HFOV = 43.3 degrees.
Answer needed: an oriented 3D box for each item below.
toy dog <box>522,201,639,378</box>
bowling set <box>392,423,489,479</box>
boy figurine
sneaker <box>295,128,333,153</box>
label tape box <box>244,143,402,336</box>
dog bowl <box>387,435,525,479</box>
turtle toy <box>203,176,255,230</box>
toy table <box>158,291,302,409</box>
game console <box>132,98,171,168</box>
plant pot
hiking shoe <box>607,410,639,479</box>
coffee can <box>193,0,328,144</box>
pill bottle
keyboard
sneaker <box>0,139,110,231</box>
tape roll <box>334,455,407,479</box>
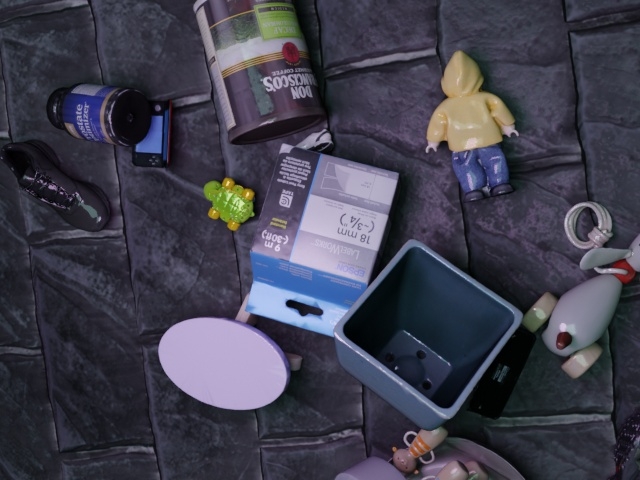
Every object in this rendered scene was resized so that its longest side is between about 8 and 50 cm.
[{"bbox_3d":[0.507,0.100,1.460,0.220,0.161,0.334,24,99,12],"label":"toy dog"},{"bbox_3d":[0.231,0.478,1.443,0.287,0.200,0.154,46,105,12],"label":"bowling set"},{"bbox_3d":[0.282,-0.216,1.539,0.177,0.092,0.285,-16,89,16],"label":"boy figurine"},{"bbox_3d":[-0.022,-0.194,1.656,0.109,0.040,0.044,-17,56,22],"label":"sneaker"},{"bbox_3d":[0.000,0.007,1.566,0.240,0.106,0.334,15,84,9],"label":"label tape box"},{"bbox_3d":[0.264,0.548,1.587,0.348,0.102,0.349,1,94,15],"label":"dog bowl"},{"bbox_3d":[-0.192,-0.084,1.689,0.130,0.066,0.095,30,101,12],"label":"turtle toy"},{"bbox_3d":[-0.175,0.240,1.657,0.274,0.161,0.252,24,100,13],"label":"toy table"},{"bbox_3d":[-0.360,-0.228,1.716,0.124,0.085,0.144,5,94,15],"label":"game console"},{"bbox_3d":[0.181,0.201,1.493,0.247,0.252,0.247,36,65,15],"label":"plant pot"},{"bbox_3d":[0.611,0.422,1.504,0.114,0.086,0.227,13,103,1],"label":"hiking shoe"},{"bbox_3d":[-0.118,-0.347,1.582,0.201,0.201,0.276,-16,89,16],"label":"coffee can"},{"bbox_3d":[-0.474,-0.270,1.708,0.219,0.122,0.123,12,97,33],"label":"pill bottle"},{"bbox_3d":[0.342,0.253,1.589,0.100,0.038,0.192,21,98,-11],"label":"keyboard"},{"bbox_3d":[-0.589,-0.114,1.764,0.286,0.130,0.109,37,100,9],"label":"sneaker"},{"bbox_3d":[0.114,0.508,1.466,0.072,0.219,0.219,-22,87,-27],"label":"tape roll"}]
